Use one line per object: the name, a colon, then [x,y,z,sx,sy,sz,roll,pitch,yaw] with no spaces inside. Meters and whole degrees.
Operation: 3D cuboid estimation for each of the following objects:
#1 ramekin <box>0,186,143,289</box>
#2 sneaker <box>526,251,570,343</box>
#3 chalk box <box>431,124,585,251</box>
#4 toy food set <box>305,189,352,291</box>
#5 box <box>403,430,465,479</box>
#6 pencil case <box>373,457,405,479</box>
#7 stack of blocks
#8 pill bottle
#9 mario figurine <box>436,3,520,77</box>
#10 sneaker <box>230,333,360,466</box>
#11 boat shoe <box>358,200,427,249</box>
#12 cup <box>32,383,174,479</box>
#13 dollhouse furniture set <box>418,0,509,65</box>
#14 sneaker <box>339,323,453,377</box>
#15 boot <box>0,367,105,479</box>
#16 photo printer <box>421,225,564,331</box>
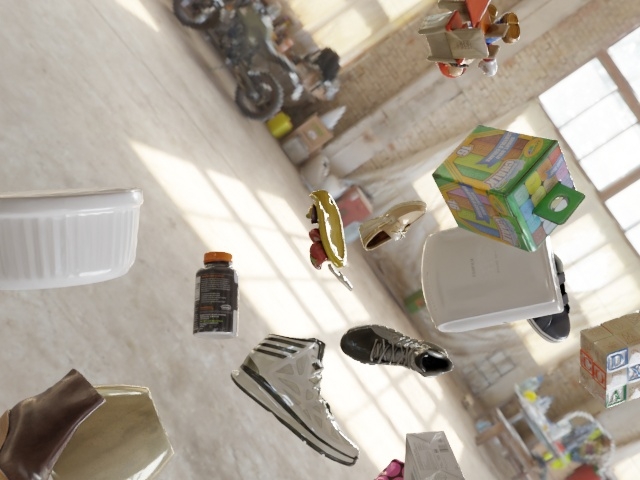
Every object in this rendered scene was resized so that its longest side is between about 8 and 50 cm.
ramekin: [-0.390,-0.008,1.061,0.273,0.273,0.127,-35,123,-79]
sneaker: [0.610,0.129,2.029,0.321,0.126,0.127,62,-30,6]
chalk box: [0.310,-0.081,1.169,0.213,0.132,0.132,23,-26,51]
toy food set: [0.000,0.000,1.573,0.128,0.071,0.217,40,38,-57]
box: [0.233,0.572,1.562,0.169,0.087,0.289,-105,-166,-66]
pencil case: [0.177,0.722,2.122,0.098,0.209,0.095,20,-39,51]
stack of blocks: [0.645,0.215,1.396,0.087,0.297,0.171,-125,-159,-61]
pill bottle: [-0.300,0.157,2.136,0.130,0.131,0.245,34,53,-63]
mario figurine: [0.417,-0.525,2.054,0.198,0.170,0.320,49,-15,-7]
sneaker: [-0.016,0.439,2.148,0.447,0.257,0.169,39,-8,-1]
boat shoe: [0.149,-0.026,1.493,0.063,0.170,0.059,18,56,-37]
cup: [-0.471,0.456,1.664,0.331,0.237,0.331,57,-20,33]
dollhouse furniture set: [0.318,-0.486,1.547,0.259,0.135,0.262,-62,141,-30]
sneaker: [0.157,0.220,1.462,0.229,0.086,0.132,11,-2,-6]
boot: [-0.462,0.336,1.270,0.248,0.207,0.090,30,-30,46]
photo printer: [0.385,0.074,1.718,0.107,0.308,0.255,35,46,-54]
